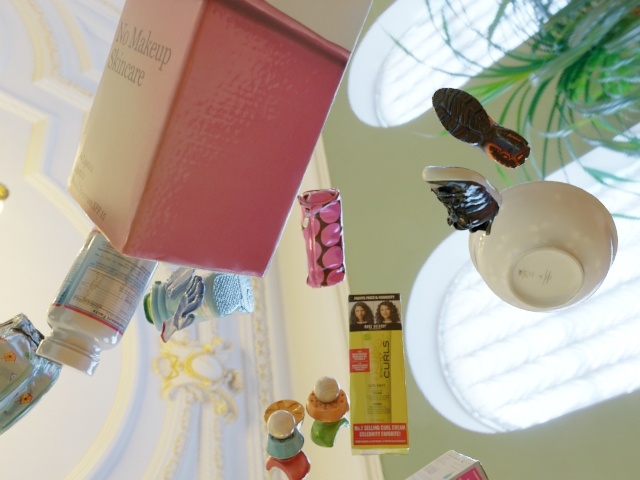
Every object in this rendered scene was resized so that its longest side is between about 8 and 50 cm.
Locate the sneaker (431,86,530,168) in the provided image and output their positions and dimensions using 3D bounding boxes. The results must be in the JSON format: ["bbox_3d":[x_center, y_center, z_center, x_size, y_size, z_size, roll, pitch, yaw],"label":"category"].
[{"bbox_3d":[0.299,-0.215,1.212,0.221,0.083,0.087,36,-171,-14],"label":"sneaker"}]

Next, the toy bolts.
[{"bbox_3d":[-0.064,0.401,1.424,0.228,0.218,0.159,-42,-46,-49],"label":"toy bolts"}]

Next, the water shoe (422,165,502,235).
[{"bbox_3d":[0.218,-0.055,0.941,0.203,0.072,0.080,16,-96,-48],"label":"water shoe"}]

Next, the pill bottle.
[{"bbox_3d":[-0.253,0.068,0.714,0.087,0.087,0.160,35,-115,-31],"label":"pill bottle"}]

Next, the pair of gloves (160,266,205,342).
[{"bbox_3d":[-0.264,0.092,1.210,0.023,0.159,0.198,25,-143,-30],"label":"pair of gloves"}]

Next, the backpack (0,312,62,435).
[{"bbox_3d":[-0.503,0.216,0.971,0.144,0.166,0.188,50,175,-6],"label":"backpack"}]

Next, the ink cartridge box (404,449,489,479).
[{"bbox_3d":[0.217,0.596,1.437,0.065,0.311,0.186,62,169,7],"label":"ink cartridge box"}]

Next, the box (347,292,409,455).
[{"bbox_3d":[0.083,0.195,0.931,0.058,0.087,0.233,79,-169,-62],"label":"box"}]

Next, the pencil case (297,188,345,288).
[{"bbox_3d":[0.000,0.000,1.276,0.098,0.095,0.210,-56,-37,-57],"label":"pencil case"}]

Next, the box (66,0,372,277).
[{"bbox_3d":[-0.086,-0.109,0.484,0.126,0.233,0.148,12,-166,-40],"label":"box"}]

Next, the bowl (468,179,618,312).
[{"bbox_3d":[0.444,0.040,1.251,0.298,0.297,0.134,47,-149,-15],"label":"bowl"}]

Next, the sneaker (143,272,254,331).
[{"bbox_3d":[-0.282,0.130,1.436,0.319,0.208,0.127,23,-125,-77],"label":"sneaker"}]
